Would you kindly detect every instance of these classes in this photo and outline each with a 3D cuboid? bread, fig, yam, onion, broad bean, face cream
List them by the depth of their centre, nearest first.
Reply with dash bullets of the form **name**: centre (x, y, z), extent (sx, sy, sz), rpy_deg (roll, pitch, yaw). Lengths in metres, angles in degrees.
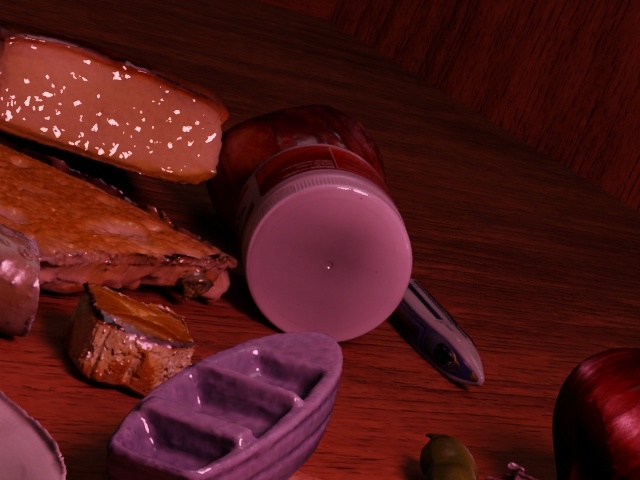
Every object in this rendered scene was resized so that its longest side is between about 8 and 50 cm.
- **yam**: centre (-0.363, 0.019, 1.926), extent (0.194, 0.107, 0.107), rpy_deg (21, 15, -11)
- **broad bean**: centre (0.144, 0.276, 1.930), extent (0.098, 0.056, 0.318), rpy_deg (34, 15, -28)
- **bread**: centre (-0.188, 0.102, 1.979), extent (0.128, 0.069, 0.140), rpy_deg (20, 11, -20)
- **onion**: centre (0.318, 0.247, 2.026), extent (0.285, 0.273, 0.273), rpy_deg (-23, 28, -9)
- **face cream**: centre (0.000, 0.000, 2.376), extent (0.201, 0.201, 0.187), rpy_deg (21, 15, -13)
- **bread**: centre (-0.316, -0.182, 2.514), extent (0.323, 0.143, 0.333), rpy_deg (16, 1, -28)
- **fig**: centre (-0.023, -0.072, 2.598), extent (0.263, 0.224, 0.224), rpy_deg (34, 17, 32)

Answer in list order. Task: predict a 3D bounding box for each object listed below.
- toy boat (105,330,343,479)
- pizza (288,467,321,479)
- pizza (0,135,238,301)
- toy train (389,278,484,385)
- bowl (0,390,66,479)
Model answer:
- **toy boat**: centre (-0.067, 0.149, 1.652), extent (0.127, 0.078, 0.283), rpy_deg (14, 25, 27)
- **pizza**: centre (-0.081, 0.224, 1.681), extent (0.161, 0.085, 0.305), rpy_deg (-9, 27, -26)
- **pizza**: centre (-0.286, -0.018, 2.244), extent (0.392, 0.080, 0.435), rpy_deg (16, 17, -27)
- **toy train**: centre (0.140, 0.117, 2.476), extent (0.048, 0.055, 0.252), rpy_deg (17, 15, -26)
- **bowl**: centre (-0.340, 0.172, 1.333), extent (0.313, 0.146, 0.313), rpy_deg (22, 16, -6)
